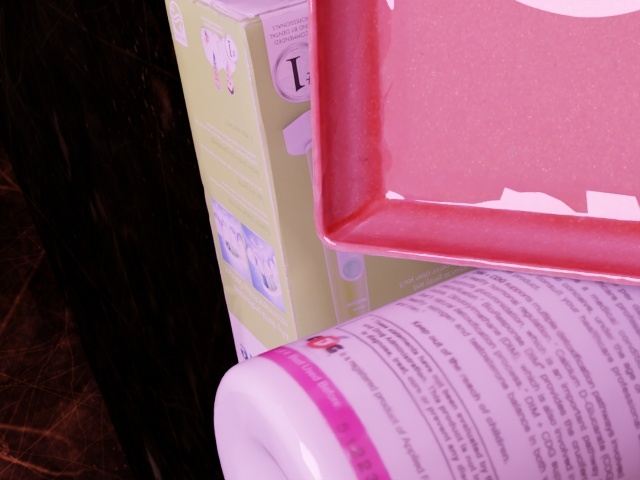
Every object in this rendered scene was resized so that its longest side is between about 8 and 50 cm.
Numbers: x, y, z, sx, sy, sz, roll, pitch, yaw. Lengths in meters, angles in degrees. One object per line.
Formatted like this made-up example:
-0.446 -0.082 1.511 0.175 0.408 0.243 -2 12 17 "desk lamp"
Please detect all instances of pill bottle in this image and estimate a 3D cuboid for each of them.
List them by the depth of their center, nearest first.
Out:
0.104 0.089 0.638 0.160 0.283 0.160 50 152 40 "pill bottle"

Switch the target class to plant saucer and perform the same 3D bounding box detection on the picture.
0.111 -0.113 0.588 0.259 0.048 0.258 6 105 33 "plant saucer"

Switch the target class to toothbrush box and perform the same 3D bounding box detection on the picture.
0.042 -0.040 0.778 0.122 0.206 0.283 35 141 56 "toothbrush box"
